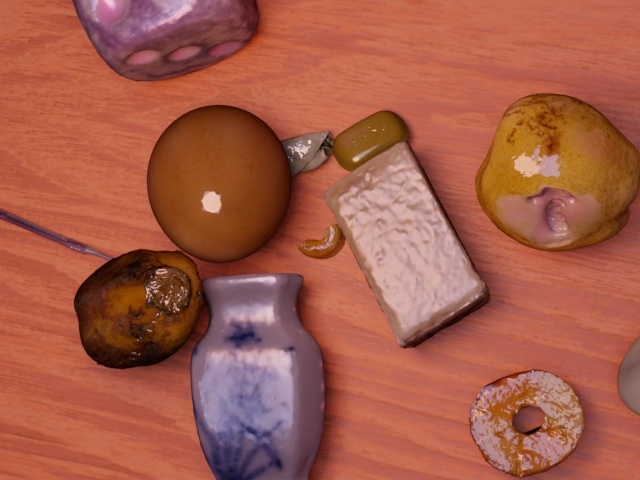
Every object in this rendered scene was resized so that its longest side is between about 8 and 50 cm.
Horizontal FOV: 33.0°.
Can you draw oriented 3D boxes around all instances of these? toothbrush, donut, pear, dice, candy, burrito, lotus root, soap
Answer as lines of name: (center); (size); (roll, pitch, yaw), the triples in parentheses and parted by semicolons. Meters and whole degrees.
toothbrush: (-0.480, 0.011, 2.064); (0.353, 0.024, 0.029); (22, 99, 13)
donut: (0.000, 0.000, 1.945); (0.083, 0.038, 0.067); (7, 90, 12)
pear: (0.387, -0.106, 1.756); (0.271, 0.271, 0.271); (-1, 85, 13)
dice: (-0.282, -0.458, 1.931); (0.271, 0.270, 0.270); (-21, 81, 11)
donut: (0.348, 0.304, 1.820); (0.190, 0.074, 0.174); (-38, 77, 3)
candy: (0.149, 0.008, 1.861); (0.179, 0.135, 0.321); (-28, 80, 8)
burrito: (-0.026, -0.157, 1.961); (0.118, 0.044, 0.074); (-13, 85, 14)
lotus root: (-0.325, 0.122, 1.877); (0.179, 0.397, 0.196); (9, 74, -26)
soap: (0.088, -0.179, 1.922); (0.140, 0.045, 0.089); (-30, 57, -3)

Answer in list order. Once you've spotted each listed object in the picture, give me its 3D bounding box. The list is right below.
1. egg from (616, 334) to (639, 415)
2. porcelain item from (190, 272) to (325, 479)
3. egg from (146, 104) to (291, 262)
egg: (0.598, 0.193, 1.714); (0.264, 0.183, 0.183); (-28, 79, 16)
porcelain item: (-0.108, 0.263, 1.876); (0.242, 0.178, 0.405); (-5, 86, 11)
egg: (-0.174, -0.096, 1.859); (0.250, 0.322, 0.250); (-2, 123, -3)
